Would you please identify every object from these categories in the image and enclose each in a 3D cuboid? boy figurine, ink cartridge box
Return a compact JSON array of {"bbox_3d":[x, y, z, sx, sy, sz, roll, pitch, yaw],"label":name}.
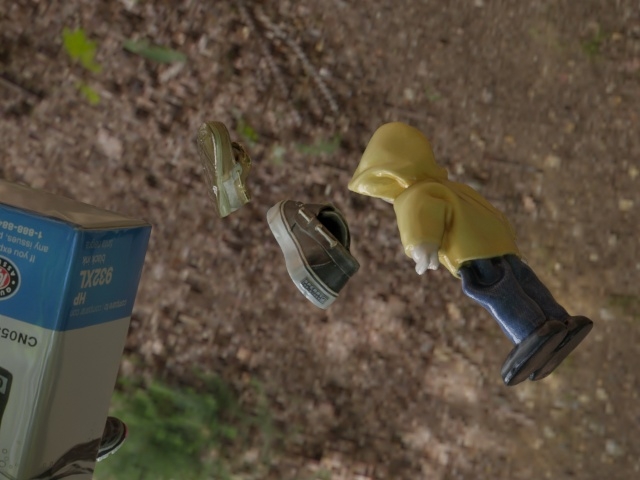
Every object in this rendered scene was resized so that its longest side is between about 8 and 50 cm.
[{"bbox_3d":[0.126,0.003,1.326,0.285,0.177,0.092,49,117,21],"label":"boy figurine"},{"bbox_3d":[-0.272,0.108,0.983,0.223,0.129,0.308,16,96,13],"label":"ink cartridge box"}]

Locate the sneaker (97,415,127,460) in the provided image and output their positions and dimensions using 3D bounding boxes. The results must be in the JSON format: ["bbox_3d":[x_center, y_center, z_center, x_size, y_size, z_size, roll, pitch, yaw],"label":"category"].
[{"bbox_3d":[-0.343,0.257,1.876,0.170,0.063,0.075,-4,140,-10],"label":"sneaker"}]

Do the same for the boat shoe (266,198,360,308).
[{"bbox_3d":[0.000,0.000,1.485,0.070,0.219,0.078,-43,114,8],"label":"boat shoe"}]

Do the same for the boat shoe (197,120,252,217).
[{"bbox_3d":[-0.092,-0.077,1.398,0.045,0.050,0.135,-22,152,-13],"label":"boat shoe"}]
